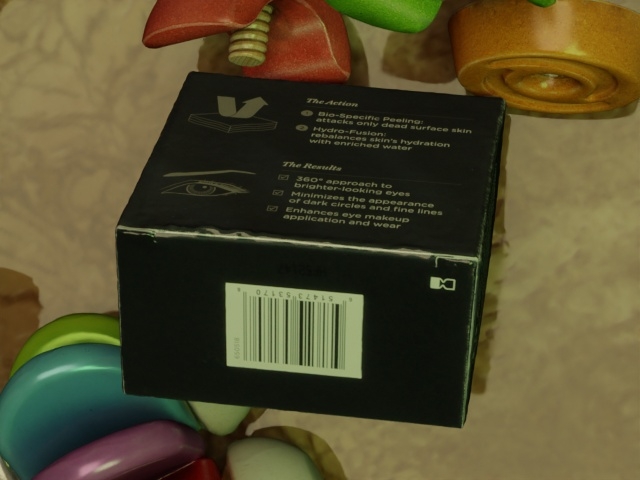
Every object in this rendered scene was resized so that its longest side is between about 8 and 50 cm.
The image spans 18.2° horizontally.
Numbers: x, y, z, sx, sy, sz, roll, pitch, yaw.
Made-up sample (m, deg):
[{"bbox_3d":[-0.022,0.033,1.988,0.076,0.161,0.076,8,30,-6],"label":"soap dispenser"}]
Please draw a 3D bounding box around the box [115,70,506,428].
[{"bbox_3d":[0.000,0.000,0.915,0.156,0.158,0.093,6,121,7],"label":"box"}]

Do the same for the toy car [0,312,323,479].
[{"bbox_3d":[-0.092,0.119,0.944,0.159,0.136,0.182,-28,86,6],"label":"toy car"}]

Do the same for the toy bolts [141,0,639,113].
[{"bbox_3d":[0.043,-0.160,0.941,0.229,0.218,0.158,-5,73,39],"label":"toy bolts"}]
